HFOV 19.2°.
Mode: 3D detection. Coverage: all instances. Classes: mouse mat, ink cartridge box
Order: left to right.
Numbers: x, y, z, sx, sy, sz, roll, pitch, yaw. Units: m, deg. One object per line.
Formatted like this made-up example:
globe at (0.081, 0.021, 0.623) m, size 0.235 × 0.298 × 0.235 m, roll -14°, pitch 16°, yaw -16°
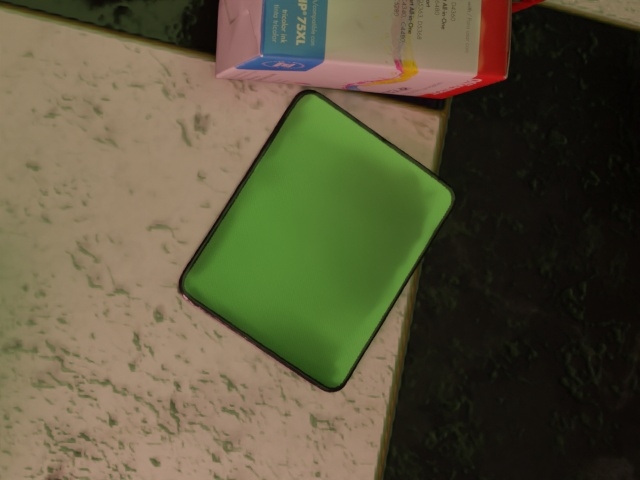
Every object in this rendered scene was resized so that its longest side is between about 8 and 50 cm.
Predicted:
mouse mat at (0.000, 0.000, 1.424) m, size 0.152 × 0.007 × 0.189 m, roll 35°, pitch 77°, yaw -13°
ink cartridge box at (0.051, -0.153, 1.380) m, size 0.231 × 0.134 × 0.078 m, roll 4°, pitch 87°, yaw -17°
